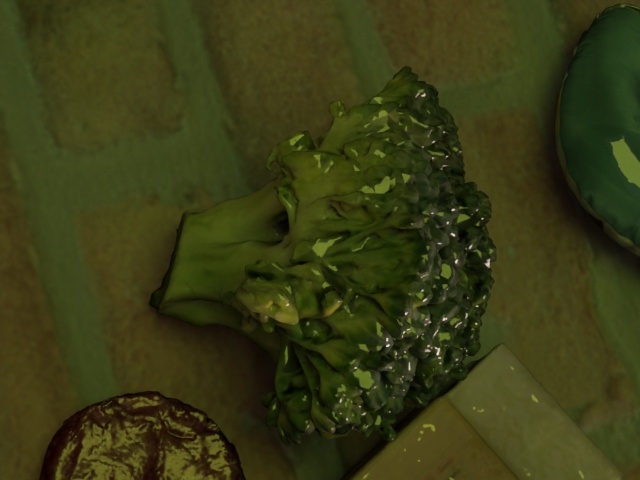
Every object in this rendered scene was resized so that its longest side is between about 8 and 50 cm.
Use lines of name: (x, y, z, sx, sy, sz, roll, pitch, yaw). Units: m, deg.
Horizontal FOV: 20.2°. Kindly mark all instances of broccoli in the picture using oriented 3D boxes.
broccoli: (0.000, 0.000, 1.249, 0.245, 0.288, 0.248, 4, 100, 4)

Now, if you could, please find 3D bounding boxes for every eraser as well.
eraser: (0.049, 0.229, 1.244, 0.343, 0.078, 0.144, -39, 86, -25)

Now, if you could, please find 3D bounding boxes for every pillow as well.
pillow: (0.292, -0.072, 1.414, 0.233, 0.086, 0.214, 23, 62, -9)

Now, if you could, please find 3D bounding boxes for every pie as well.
pie: (-0.122, 0.178, 1.236, 0.154, 0.036, 0.154, 5, 71, -14)
